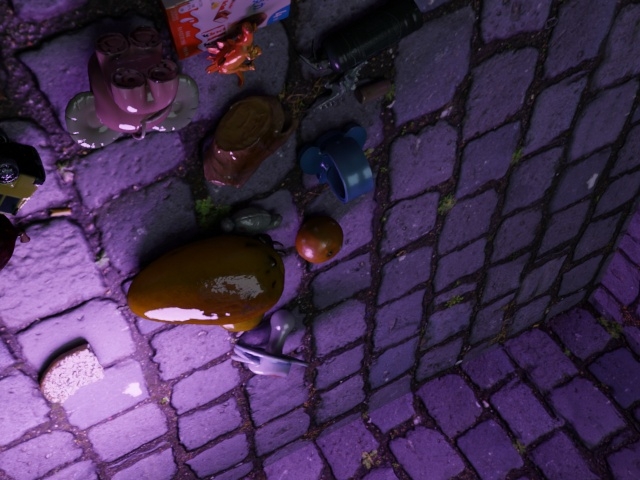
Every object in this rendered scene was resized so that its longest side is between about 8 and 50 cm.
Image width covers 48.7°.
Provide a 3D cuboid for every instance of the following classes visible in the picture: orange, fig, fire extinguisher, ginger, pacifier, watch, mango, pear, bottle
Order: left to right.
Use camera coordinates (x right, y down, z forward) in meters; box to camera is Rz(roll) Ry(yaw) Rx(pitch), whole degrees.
[{"bbox_3d":[-0.729,-0.003,1.527,0.249,0.186,0.204,-15,123,-38],"label":"fig"},{"bbox_3d":[-0.319,0.122,1.976,0.445,0.221,0.301,-10,148,-1],"label":"mango"},{"bbox_3d":[-0.250,0.210,2.202,0.162,0.149,0.149,-11,140,-47],"label":"pear"},{"bbox_3d":[-0.175,-0.238,1.757,0.275,0.130,0.221,-33,156,-5],"label":"ginger"},{"bbox_3d":[-0.162,0.347,2.439,0.299,0.244,0.233,28,81,-57],"label":"pacifier"},{"bbox_3d":[0.000,0.000,2.183,0.156,0.124,0.156,-19,142,-16],"label":"orange"},{"bbox_3d":[0.066,-0.197,1.942,0.211,0.193,0.211,-21,142,-17],"label":"watch"},{"bbox_3d":[0.095,-0.490,1.709,0.311,0.095,0.114,-32,123,-6],"label":"fire extinguisher"},{"bbox_3d":[0.143,-0.402,1.895,0.096,0.045,0.045,-25,144,-16],"label":"bottle"}]

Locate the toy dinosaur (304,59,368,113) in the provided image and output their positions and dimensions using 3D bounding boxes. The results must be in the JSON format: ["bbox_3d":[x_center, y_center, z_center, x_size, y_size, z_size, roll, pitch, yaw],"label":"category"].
[{"bbox_3d":[0.045,-0.391,1.829,0.209,0.039,0.082,-39,147,6],"label":"toy dinosaur"}]

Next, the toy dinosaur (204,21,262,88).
[{"bbox_3d":[-0.198,-0.397,1.543,0.117,0.070,0.288,-13,172,-18],"label":"toy dinosaur"}]

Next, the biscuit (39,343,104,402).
[{"bbox_3d":[-0.737,0.398,2.112,0.188,0.040,0.265,9,128,-45],"label":"biscuit"}]

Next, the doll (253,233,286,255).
[{"bbox_3d":[-0.202,0.023,2.096,0.139,0.057,0.165,-30,141,16],"label":"doll"}]

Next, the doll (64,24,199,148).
[{"bbox_3d":[-0.379,-0.290,1.444,0.284,0.216,0.268,-17,149,-20],"label":"doll"}]

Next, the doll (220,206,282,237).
[{"bbox_3d":[-0.201,-0.052,2.001,0.214,0.072,0.103,-7,161,-46],"label":"doll"}]

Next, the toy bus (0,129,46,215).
[{"bbox_3d":[-0.707,-0.147,1.413,0.262,0.128,0.150,16,123,-47],"label":"toy bus"}]

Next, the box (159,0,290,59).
[{"bbox_3d":[-0.180,-0.469,1.406,0.265,0.048,0.273,-25,177,-7],"label":"box"}]
